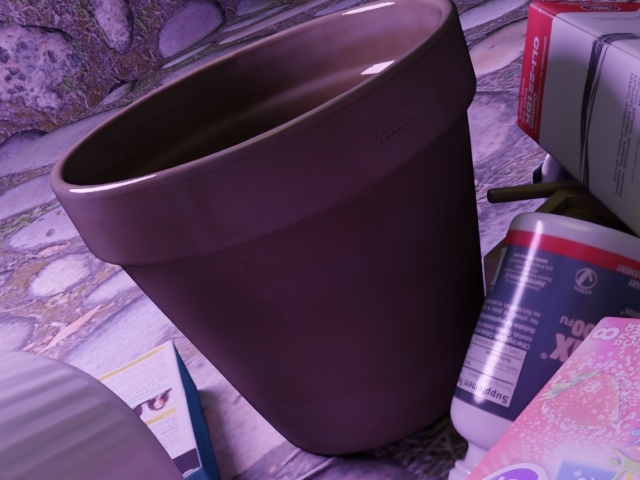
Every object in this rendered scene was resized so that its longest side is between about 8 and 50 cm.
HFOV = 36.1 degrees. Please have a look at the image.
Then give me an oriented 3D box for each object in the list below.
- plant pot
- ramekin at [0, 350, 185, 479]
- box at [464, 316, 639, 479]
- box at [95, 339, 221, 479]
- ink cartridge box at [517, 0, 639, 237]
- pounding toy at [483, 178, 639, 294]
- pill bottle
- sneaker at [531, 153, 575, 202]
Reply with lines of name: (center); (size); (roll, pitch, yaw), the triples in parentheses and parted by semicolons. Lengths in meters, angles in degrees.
plant pot: (0.000, 0.000, 0.771); (0.323, 0.280, 0.323); (-22, 21, 9)
ramekin: (-0.177, 0.189, 0.567); (0.272, 0.273, 0.127); (-5, 17, 41)
box: (0.122, 0.178, 0.401); (0.142, 0.154, 0.300); (2, 35, 49)
box: (-0.145, 0.174, 0.822); (0.100, 0.060, 0.244); (-27, 21, -4)
ink cartridge box: (0.282, -0.097, 0.717); (0.196, 0.114, 0.273); (-1, 22, -7)
pounding toy: (0.208, 0.015, 0.748); (0.181, 0.094, 0.206); (10, 31, 37)
pill bottle: (0.137, 0.084, 0.572); (0.108, 0.108, 0.180); (14, 85, 58)
sneaker: (0.260, -0.097, 0.971); (0.153, 0.094, 0.235); (-19, 30, -10)
